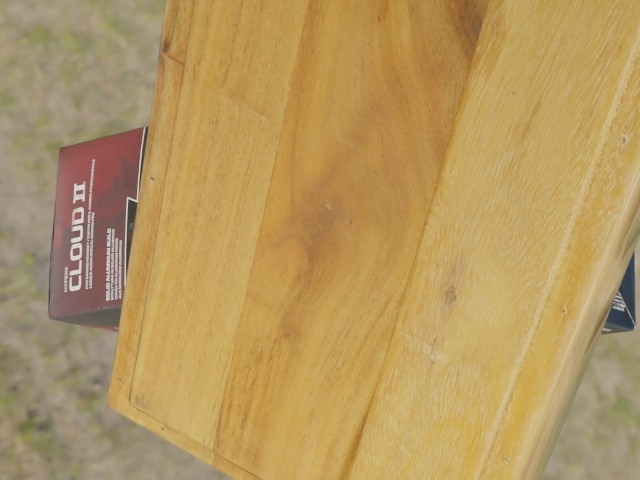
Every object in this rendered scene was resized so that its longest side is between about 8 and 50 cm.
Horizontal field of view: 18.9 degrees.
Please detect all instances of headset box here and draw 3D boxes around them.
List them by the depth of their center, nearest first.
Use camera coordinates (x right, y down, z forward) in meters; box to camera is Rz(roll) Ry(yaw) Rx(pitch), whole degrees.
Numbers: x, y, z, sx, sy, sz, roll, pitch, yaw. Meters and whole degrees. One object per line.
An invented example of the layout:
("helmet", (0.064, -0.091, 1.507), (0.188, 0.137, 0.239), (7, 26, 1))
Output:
("headset box", (0.000, 0.000, 1.104), (0.218, 0.293, 0.110), (15, 72, -44))

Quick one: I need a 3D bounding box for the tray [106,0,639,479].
("tray", (0.030, -0.034, 0.789), (0.076, 0.203, 0.411), (-48, 160, -44))
